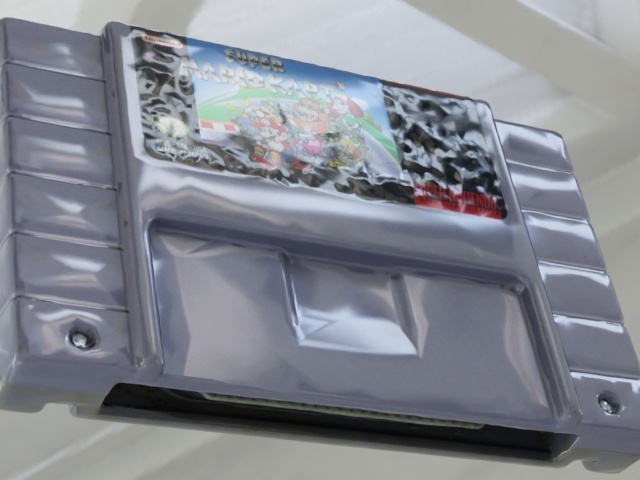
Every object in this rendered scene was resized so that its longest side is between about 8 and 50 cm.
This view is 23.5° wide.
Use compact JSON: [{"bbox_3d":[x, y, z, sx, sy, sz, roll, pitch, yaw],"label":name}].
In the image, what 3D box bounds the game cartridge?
[{"bbox_3d":[0.000,0.000,0.817,0.355,0.230,0.068,9,-37,-25],"label":"game cartridge"}]
